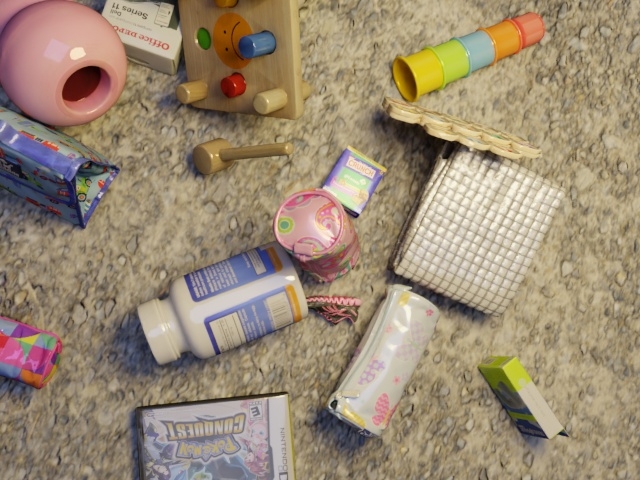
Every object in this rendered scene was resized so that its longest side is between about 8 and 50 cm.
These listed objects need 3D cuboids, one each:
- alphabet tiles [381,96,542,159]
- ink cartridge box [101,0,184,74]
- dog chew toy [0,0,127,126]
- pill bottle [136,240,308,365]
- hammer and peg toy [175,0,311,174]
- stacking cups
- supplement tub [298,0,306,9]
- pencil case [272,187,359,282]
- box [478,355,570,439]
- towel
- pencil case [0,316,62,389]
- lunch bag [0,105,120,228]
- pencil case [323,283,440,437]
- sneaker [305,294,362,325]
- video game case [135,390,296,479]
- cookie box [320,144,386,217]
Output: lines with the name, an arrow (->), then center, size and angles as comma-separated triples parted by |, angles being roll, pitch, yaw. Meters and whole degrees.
alphabet tiles -> 0.255, -0.208, 1.287 | 0.284, 0.278, 0.021 | 15, 109, -7
ink cartridge box -> -0.309, -0.435, 1.307 | 0.153, 0.087, 0.208 | 18, 82, -6
dog chew toy -> -0.475, -0.340, 1.198 | 0.206, 0.206, 0.332 | -40, 61, -11
pill bottle -> -0.172, 0.115, 1.232 | 0.272, 0.152, 0.152 | -21, 87, -11
hammer and peg toy -> -0.132, -0.294, 1.226 | 0.127, 0.266, 0.361 | -31, 125, -48
stacking cups -> 0.298, -0.381, 1.401 | 0.316, 0.096, 0.096 | -27, 88, -13
supplement tub -> -0.038, -0.605, 1.296 | 0.235, 0.235, 0.325 | 40, 79, -3
pencil case -> 0.000, 0.000, 1.210 | 0.124, 0.284, 0.124 | -1, 78, 6
box -> 0.379, 0.301, 1.321 | 0.042, 0.109, 0.178 | -33, 89, -15
towel -> 0.285, -0.027, 1.327 | 0.235, 0.121, 0.283 | 24, 93, -4
pencil case -> -0.559, 0.169, 1.191 | 0.236, 0.104, 0.104 | 24, 80, -7
lunch bag -> -0.471, -0.145, 1.141 | 0.221, 0.293, 0.138 | 28, 80, -5
pencil case -> 0.112, 0.217, 1.285 | 0.124, 0.113, 0.273 | 36, 77, -26
sneaker -> 0.018, 0.132, 1.319 | 0.119, 0.047, 0.057 | 4, 94, -8
video game case -> -0.182, 0.409, 1.255 | 0.275, 0.035, 0.248 | -4, 84, -10
cookie box -> 0.061, -0.113, 1.353 | 0.092, 0.040, 0.107 | 31, 79, -4
